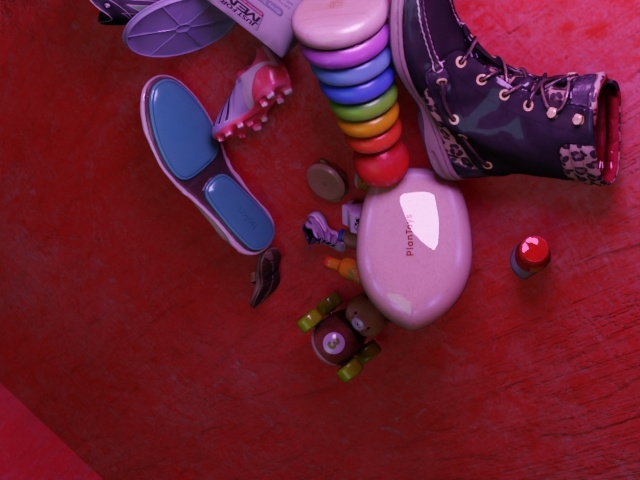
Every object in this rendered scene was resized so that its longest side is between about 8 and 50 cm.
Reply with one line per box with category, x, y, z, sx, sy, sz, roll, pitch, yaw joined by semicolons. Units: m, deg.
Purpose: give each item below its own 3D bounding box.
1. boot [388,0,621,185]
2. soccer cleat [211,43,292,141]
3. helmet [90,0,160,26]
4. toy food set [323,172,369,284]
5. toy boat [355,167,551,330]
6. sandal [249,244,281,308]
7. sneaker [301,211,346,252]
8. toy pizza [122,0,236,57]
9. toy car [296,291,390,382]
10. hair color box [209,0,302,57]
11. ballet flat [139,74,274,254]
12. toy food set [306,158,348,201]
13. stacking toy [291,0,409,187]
boot;0.264;-0.224;1.407;0.284;0.138;0.377;11;138;33
soccer cleat;-0.129;-0.253;1.761;0.248;0.083;0.095;-33;75;56
helmet;-0.319;-0.436;1.638;0.169;0.169;0.161;46;164;-9
toy food set;0.067;-0.042;1.768;0.104;0.111;0.232;17;130;27
toy boat;0.217;0.020;1.630;0.318;0.268;0.148;4;171;9
sandal;-0.121;0.068;2.070;0.049;0.072;0.180;39;143;25
sneaker;0.000;0.000;1.898;0.098;0.069;0.038;46;142;-8
toy pizza;-0.232;-0.364;1.650;0.201;0.201;0.032;-35;70;51
toy car;0.078;0.157;1.948;0.155;0.149;0.188;51;130;2
hair color box;-0.040;-0.463;1.438;0.185;0.113;0.374;38;141;3
ballet flat;-0.236;-0.135;1.926;0.139;0.139;0.400;-12;121;45
toy food set;0.012;-0.108;1.821;0.083;0.020;0.082;40;142;-1
stacking toy;0.061;-0.211;1.490;0.141;0.141;0.330;13;141;29
